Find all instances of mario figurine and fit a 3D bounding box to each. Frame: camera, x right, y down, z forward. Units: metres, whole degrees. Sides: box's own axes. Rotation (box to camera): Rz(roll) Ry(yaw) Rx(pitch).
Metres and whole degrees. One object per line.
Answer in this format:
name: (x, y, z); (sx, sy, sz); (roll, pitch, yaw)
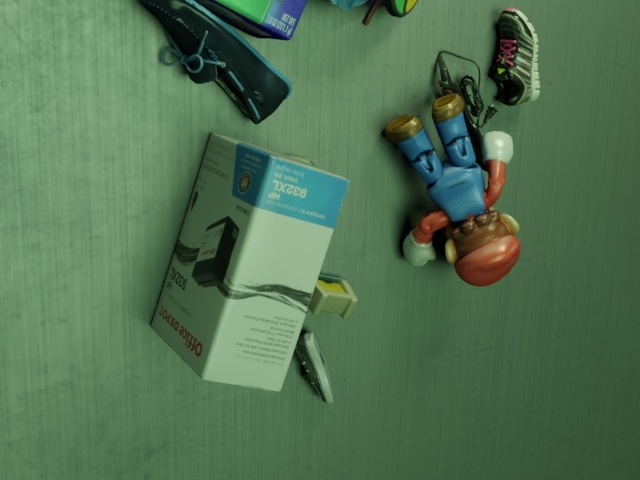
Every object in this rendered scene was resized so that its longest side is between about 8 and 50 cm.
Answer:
mario figurine: (0.221, -0.072, 1.501); (0.170, 0.198, 0.321); (-42, 113, -46)

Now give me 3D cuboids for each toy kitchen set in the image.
toy kitchen set: (0.000, 0.000, 1.415); (0.166, 0.122, 0.207); (11, 119, -32)

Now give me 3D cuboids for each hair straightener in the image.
hair straightener: (0.247, -0.213, 1.522); (0.089, 0.047, 0.230); (-30, 113, -19)

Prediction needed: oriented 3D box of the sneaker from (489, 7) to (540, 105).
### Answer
sneaker: (0.318, -0.298, 1.518); (0.074, 0.063, 0.170); (-31, 122, -26)

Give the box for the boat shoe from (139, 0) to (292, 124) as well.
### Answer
boat shoe: (-0.145, -0.247, 1.246); (0.258, 0.109, 0.089); (35, 89, -30)

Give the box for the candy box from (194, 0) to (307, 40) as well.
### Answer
candy box: (-0.104, -0.464, 1.195); (0.268, 0.122, 0.317); (22, 91, -32)

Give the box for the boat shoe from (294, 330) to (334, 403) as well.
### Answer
boat shoe: (-0.011, 0.210, 1.494); (0.040, 0.049, 0.142); (-13, 117, 10)

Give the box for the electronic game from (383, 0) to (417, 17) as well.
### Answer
electronic game: (0.137, -0.437, 1.317); (0.229, 0.048, 0.229); (19, 90, -74)

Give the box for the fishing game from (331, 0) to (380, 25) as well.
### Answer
fishing game: (0.071, -0.411, 1.281); (0.189, 0.041, 0.264); (-63, 159, -1)

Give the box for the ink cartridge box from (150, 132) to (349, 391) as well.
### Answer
ink cartridge box: (-0.107, 0.025, 1.275); (0.129, 0.223, 0.308); (15, 97, -31)
